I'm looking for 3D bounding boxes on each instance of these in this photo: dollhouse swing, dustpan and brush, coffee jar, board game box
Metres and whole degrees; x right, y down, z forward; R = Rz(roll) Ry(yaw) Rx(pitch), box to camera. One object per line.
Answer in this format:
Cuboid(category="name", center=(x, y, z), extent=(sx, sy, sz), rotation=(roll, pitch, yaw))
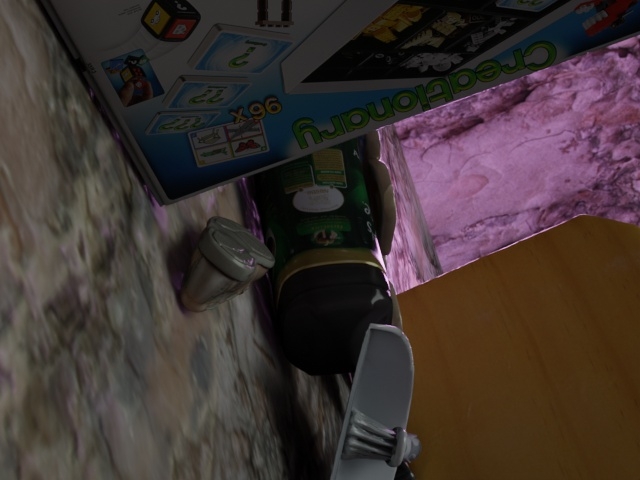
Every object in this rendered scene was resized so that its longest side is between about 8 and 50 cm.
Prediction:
Cuboid(category="dollhouse swing", center=(0.240, 0.211, 1.258), extent=(0.305, 0.346, 0.315), rotation=(-115, -179, -53))
Cuboid(category="dustpan and brush", center=(0.044, 0.139, 0.916), extent=(0.211, 0.060, 0.147), rotation=(79, 25, -82))
Cuboid(category="coffee jar", center=(0.000, 0.000, 0.944), extent=(0.096, 0.079, 0.184), rotation=(95, -12, -52))
Cuboid(category="board game box", center=(0.023, -0.145, 0.645), extent=(0.053, 0.305, 0.193), rotation=(-103, 172, -47))

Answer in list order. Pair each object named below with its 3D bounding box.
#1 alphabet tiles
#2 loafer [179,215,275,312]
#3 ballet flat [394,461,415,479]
Cuboid(category="alphabet tiles", center=(0.023, -0.010, 1.099), extent=(0.278, 0.021, 0.284), rotation=(97, -15, -55))
Cuboid(category="loafer", center=(-0.056, 0.014, 0.749), extent=(0.045, 0.039, 0.125), rotation=(39, 6, 1))
Cuboid(category="ballet flat", center=(0.056, 0.175, 1.081), extent=(0.173, 0.049, 0.057), rotation=(-72, 144, -76))
